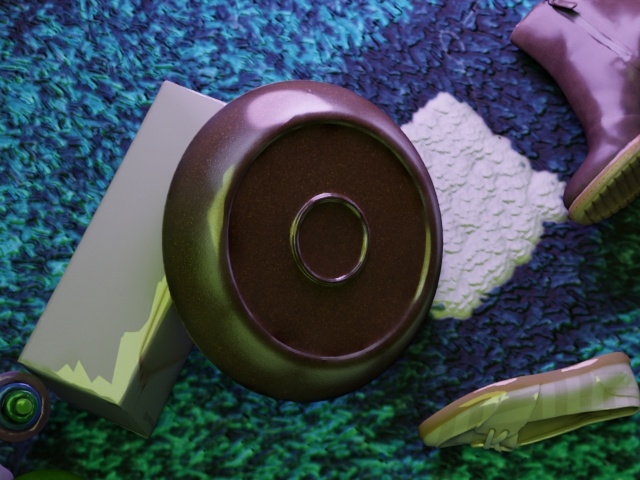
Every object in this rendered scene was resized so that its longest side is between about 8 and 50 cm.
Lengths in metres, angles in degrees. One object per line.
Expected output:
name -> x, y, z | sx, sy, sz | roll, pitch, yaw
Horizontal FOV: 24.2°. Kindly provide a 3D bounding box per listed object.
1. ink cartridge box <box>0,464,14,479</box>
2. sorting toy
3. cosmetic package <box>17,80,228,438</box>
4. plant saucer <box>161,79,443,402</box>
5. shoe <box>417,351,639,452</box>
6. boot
ink cartridge box -> -0.429, 0.363, 1.409 | 0.296, 0.066, 0.261 | -11, 71, 0
sorting toy -> -0.232, 0.294, 1.335 | 0.127, 0.126, 0.365 | -14, 88, -17
cosmetic package -> -0.161, 0.020, 1.459 | 0.113, 0.160, 0.309 | 21, 75, 11
plant saucer -> 0.000, 0.000, 1.420 | 0.311, 0.050, 0.310 | 1, 88, -32
shoe -> 0.202, 0.165, 1.430 | 0.219, 0.076, 0.058 | -17, 66, -4
boot -> 0.276, -0.152, 1.545 | 0.207, 0.090, 0.248 | 36, 78, 26
